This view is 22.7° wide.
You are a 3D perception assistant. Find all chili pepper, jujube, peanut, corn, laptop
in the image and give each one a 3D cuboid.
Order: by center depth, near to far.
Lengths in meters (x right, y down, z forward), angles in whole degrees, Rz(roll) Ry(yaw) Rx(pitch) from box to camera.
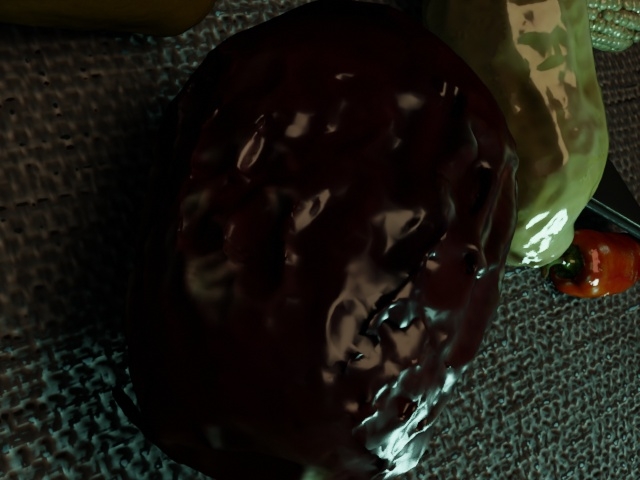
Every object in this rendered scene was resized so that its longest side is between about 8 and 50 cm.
[{"bbox_3d":[0.000,0.000,1.072,0.258,0.258,0.377,42,45,-34],"label":"jujube"},{"bbox_3d":[0.185,-0.148,1.481,0.174,0.158,0.340,-11,86,-76],"label":"peanut"},{"bbox_3d":[0.288,0.021,1.623,0.272,0.063,0.071,-6,91,-57],"label":"chili pepper"},{"bbox_3d":[0.279,-0.065,1.655,0.180,0.016,0.129,26,31,-46],"label":"laptop"},{"bbox_3d":[0.282,-0.250,1.728,0.211,0.087,0.087,-4,76,-52],"label":"corn"}]

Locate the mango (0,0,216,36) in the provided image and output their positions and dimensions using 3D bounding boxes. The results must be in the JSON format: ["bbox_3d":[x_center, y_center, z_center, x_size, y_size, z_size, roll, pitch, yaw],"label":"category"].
[{"bbox_3d":[-0.168,-0.237,1.049,0.331,0.142,0.195,-7,103,-61],"label":"mango"}]
